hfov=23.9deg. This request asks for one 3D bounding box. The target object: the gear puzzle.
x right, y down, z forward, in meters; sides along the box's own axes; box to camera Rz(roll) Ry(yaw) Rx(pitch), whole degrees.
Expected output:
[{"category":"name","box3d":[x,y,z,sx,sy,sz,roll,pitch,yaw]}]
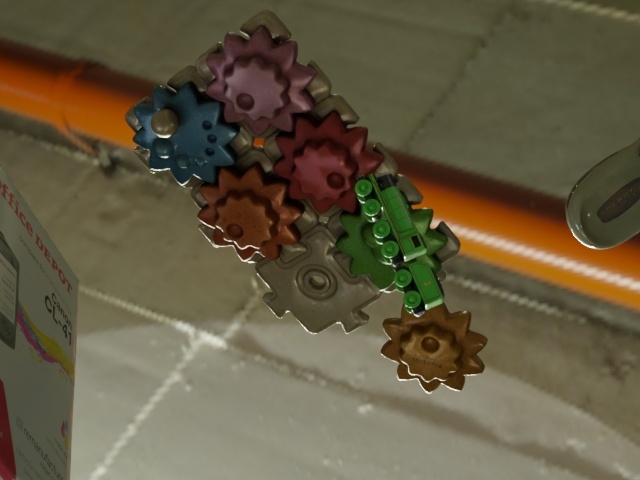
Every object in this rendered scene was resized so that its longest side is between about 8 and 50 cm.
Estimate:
[{"category":"gear puzzle","box3d":[0.000,0.000,1.158,0.175,0.339,0.044,-31,-162,31]}]

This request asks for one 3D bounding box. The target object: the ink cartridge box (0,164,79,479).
[{"category":"ink cartridge box","box3d":[-0.313,0.096,1.316,0.131,0.226,0.306,-15,-134,11]}]

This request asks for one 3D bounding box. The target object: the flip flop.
[{"category":"flip flop","box3d":[0.376,-0.091,1.580,0.277,0.112,0.080,-39,-166,0]}]

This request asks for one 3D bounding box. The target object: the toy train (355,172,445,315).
[{"category":"toy train","box3d":[0.042,0.000,0.797,0.024,0.017,0.083,-22,-108,0]}]
